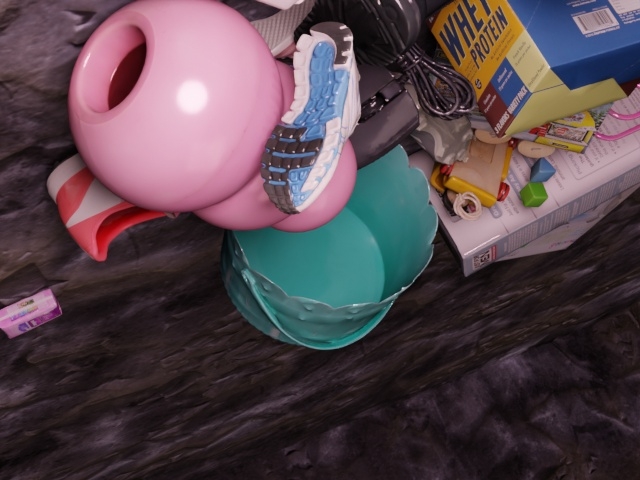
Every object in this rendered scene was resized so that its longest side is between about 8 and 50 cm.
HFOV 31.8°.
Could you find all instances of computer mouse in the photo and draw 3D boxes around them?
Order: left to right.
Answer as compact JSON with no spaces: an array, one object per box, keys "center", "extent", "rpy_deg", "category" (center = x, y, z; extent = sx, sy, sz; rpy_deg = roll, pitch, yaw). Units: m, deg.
[{"center":[0.027,-0.147,1.296],"extent":[0.272,0.188,0.072],"rpy_deg":[-36,-164,42],"category":"computer mouse"}]

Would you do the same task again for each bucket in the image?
[{"center":[0.000,0.000,1.477],"extent":[0.281,0.281,0.183],"rpy_deg":[-20,162,-22],"category":"bucket"}]

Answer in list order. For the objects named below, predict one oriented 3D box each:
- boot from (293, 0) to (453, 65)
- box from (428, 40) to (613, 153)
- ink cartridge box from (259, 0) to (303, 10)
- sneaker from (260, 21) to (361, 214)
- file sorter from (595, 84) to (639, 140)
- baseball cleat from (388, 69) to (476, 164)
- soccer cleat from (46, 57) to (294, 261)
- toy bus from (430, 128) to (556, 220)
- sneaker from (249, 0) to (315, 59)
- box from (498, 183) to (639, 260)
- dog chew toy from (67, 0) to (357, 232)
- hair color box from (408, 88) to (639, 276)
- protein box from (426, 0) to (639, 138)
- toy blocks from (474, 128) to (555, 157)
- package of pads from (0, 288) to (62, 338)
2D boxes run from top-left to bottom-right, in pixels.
[{"center":[0.093,-0.255,1.088],"extent":[0.207,0.094,0.246],"rpy_deg":[-40,-172,-15],"category":"boot"},{"center":[0.252,-0.193,1.443],"extent":[0.233,0.044,0.159],"rpy_deg":[14,155,1],"category":"box"},{"center":[-0.052,-0.289,0.942],"extent":[0.148,0.086,0.203],"rpy_deg":[-38,159,26],"category":"ink cartridge box"},{"center":[0.005,-0.100,1.020],"extent":[0.071,0.190,0.083],"rpy_deg":[4,153,26],"category":"sneaker"},{"center":[0.430,-0.287,1.444],"extent":[0.202,0.182,0.290],"rpy_deg":[-25,160,-14],"category":"file sorter"},{"center":[0.130,-0.167,1.448],"extent":[0.072,0.109,0.206],"rpy_deg":[-48,151,2],"category":"baseball cleat"},{"center":[-0.146,-0.093,1.250],"extent":[0.318,0.116,0.108],"rpy_deg":[-29,160,1],"category":"soccer cleat"},{"center":[0.210,-0.100,1.600],"extent":[0.202,0.191,0.104],"rpy_deg":[-16,157,-32],"category":"toy bus"},{"center":[-0.044,-0.208,1.200],"extent":[0.134,0.051,0.070],"rpy_deg":[-31,155,-6],"category":"sneaker"},{"center":[0.415,-0.084,2.017],"extent":[0.262,0.127,0.231],"rpy_deg":[-7,150,-47],"category":"box"},{"center":[-0.085,-0.103,1.110],"extent":[0.206,0.206,0.332],"rpy_deg":[-37,142,22],"category":"dog chew toy"},{"center":[0.339,-0.121,1.729],"extent":[0.374,0.185,0.113],"rpy_deg":[-28,161,-1],"category":"hair color box"},{"center":[0.253,-0.254,1.262],"extent":[0.200,0.201,0.136],"rpy_deg":[-19,158,-25],"category":"protein box"},{"center":[0.277,-0.202,1.580],"extent":[0.123,0.148,0.054],"rpy_deg":[16,153,-18],"category":"toy blocks"},{"center":[-0.394,0.099,1.517],"extent":[0.083,0.032,0.050],"rpy_deg":[-25,163,-10],"category":"package of pads"}]
